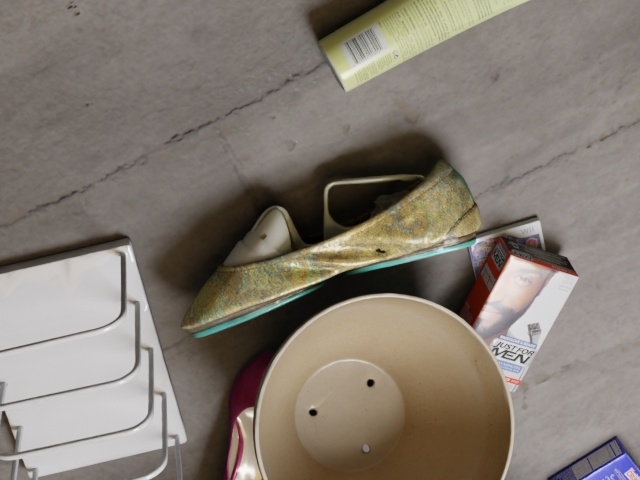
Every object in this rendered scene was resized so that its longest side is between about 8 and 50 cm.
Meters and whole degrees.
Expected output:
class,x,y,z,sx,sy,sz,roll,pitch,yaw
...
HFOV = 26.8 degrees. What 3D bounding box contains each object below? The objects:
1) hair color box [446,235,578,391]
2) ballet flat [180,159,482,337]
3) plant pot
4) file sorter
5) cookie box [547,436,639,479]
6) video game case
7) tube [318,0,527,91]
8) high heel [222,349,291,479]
class,x,y,z,sx,sy,sz,roll,pitch,yaw
hair color box,0.217,0.087,1.559,0.093,0.053,0.167,17,113,-17
ballet flat,0.000,0.000,1.469,0.348,0.123,0.123,-19,119,2
plant pot,0.052,0.201,1.509,0.284,0.191,0.284,0,88,-12
file sorter,-0.268,0.175,1.476,0.192,0.173,0.278,-13,120,-2
cookie box,0.362,0.318,1.727,0.107,0.040,0.092,-34,118,10
video game case,0.224,0.038,1.572,0.087,0.011,0.122,-16,119,0
tube,0.115,-0.236,1.386,0.240,0.062,0.070,-30,162,2
high heel,-0.077,0.253,1.578,0.082,0.117,0.244,14,115,-16
